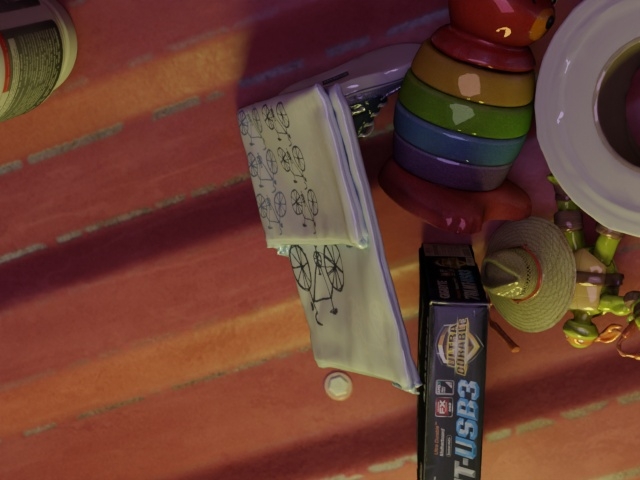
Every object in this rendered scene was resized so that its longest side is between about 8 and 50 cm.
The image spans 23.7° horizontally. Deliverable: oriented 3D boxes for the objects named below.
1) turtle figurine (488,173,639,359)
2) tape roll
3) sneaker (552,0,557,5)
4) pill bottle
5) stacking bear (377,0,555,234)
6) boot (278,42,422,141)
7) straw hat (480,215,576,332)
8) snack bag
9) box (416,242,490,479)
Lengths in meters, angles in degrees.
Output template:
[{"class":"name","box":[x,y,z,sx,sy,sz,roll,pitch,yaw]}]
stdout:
[{"class":"turtle figurine","box":[0.319,0.035,1.755,0.269,0.087,0.217,12,100,42]},{"class":"tape roll","box":[0.375,-0.143,1.609,0.286,0.100,0.286,2,94,30]},{"class":"sneaker","box":[0.213,-0.330,1.712,0.063,0.075,0.170,-26,96,15]},{"class":"pill bottle","box":[-0.390,-0.212,1.747,0.161,0.283,0.161,2,103,10]},{"class":"stacking bear","box":[0.174,-0.176,1.692,0.164,0.175,0.289,29,116,31]},{"class":"boot","box":[0.050,-0.164,1.794,0.190,0.069,0.086,-18,121,9]},{"class":"straw hat","box":[0.218,0.038,1.746,0.144,0.061,0.144,-2,87,50]},{"class":"snack bag","box":[0.000,0.000,1.714,0.037,0.323,0.342,-17,96,-19]},{"class":"box","box":[0.144,0.174,1.718,0.073,0.293,0.295,1,102,4]}]
